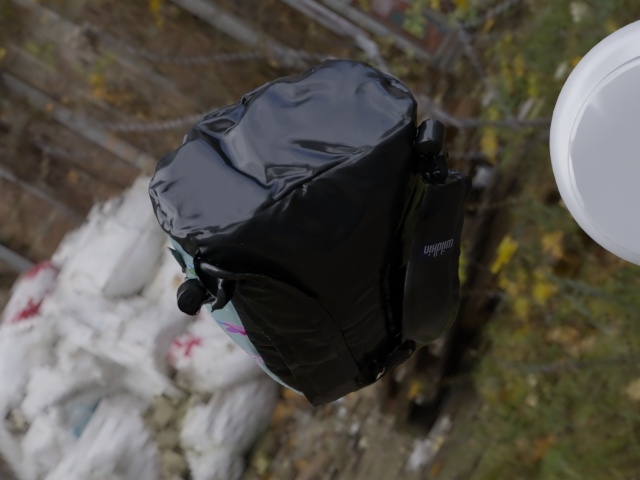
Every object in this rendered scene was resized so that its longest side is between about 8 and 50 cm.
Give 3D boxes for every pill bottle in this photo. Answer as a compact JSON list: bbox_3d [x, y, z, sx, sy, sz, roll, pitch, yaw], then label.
[{"bbox_3d":[0.137,-0.040,0.572,0.094,0.094,0.169,-58,-8,16],"label":"pill bottle"}]

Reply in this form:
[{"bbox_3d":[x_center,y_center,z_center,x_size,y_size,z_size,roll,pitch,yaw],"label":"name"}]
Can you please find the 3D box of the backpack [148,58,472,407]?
[{"bbox_3d":[0.000,0.000,0.784,0.152,0.115,0.182,-25,-37,-2],"label":"backpack"}]
